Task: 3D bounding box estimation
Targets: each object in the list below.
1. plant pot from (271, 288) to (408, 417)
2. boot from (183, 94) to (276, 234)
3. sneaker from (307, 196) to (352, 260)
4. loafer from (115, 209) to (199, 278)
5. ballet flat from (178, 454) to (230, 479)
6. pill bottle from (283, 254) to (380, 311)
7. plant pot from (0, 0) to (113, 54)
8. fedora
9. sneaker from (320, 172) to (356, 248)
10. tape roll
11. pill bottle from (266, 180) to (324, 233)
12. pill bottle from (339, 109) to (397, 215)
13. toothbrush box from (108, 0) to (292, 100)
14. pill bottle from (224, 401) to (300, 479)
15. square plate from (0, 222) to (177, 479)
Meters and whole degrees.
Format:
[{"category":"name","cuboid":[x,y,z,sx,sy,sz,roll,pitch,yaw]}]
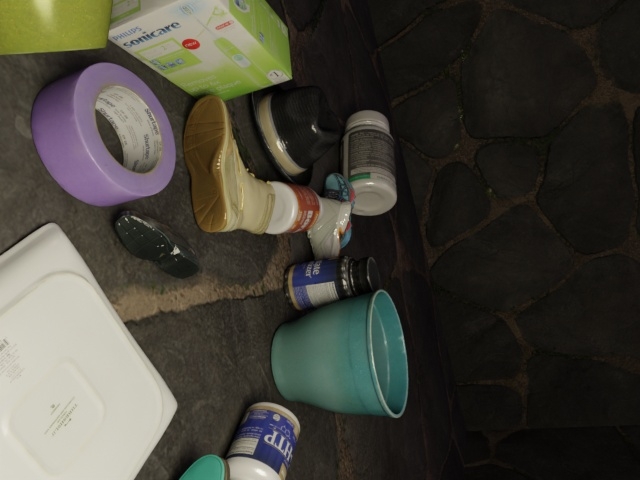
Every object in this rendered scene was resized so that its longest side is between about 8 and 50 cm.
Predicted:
[{"category":"plant pot","cuboid":[0.038,0.265,1.088,0.272,0.255,0.271,-12,90,-69]},{"category":"boot","cuboid":[-0.174,-0.142,0.977,0.203,0.095,0.261,5,77,-67]},{"category":"sneaker","cuboid":[0.000,0.000,1.368,0.099,0.121,0.262,118,-12,-77]},{"category":"loafer","cuboid":[-0.260,-0.001,0.763,0.170,0.062,0.061,55,9,-52]},{"category":"ballet flat","cuboid":[-0.198,0.441,0.654,0.280,0.095,0.096,-62,147,-43]},{"category":"pill bottle","cuboid":[0.029,0.103,1.192,0.123,0.219,0.122,-11,90,-68]},{"category":"plant pot","cuboid":[-0.333,-0.359,0.515,0.275,0.275,0.293,-56,145,-61]},{"category":"fedora","cuboid":[-0.044,-0.305,1.257,0.334,0.153,0.334,52,26,-38]},{"category":"sneaker","cuboid":[0.043,-0.109,1.494,0.125,0.104,0.261,40,44,-55]},{"category":"tape roll","cuboid":[-0.301,-0.148,0.689,0.189,0.080,0.189,-12,90,-68]},{"category":"pill bottle","cuboid":[-0.070,-0.078,1.169,0.216,0.121,0.121,-8,87,-68]},{"category":"pill bottle","cuboid":[0.173,-0.289,1.765,0.204,0.204,0.361,49,36,-51]},{"category":"toothbrush box","cuboid":[-0.206,-0.377,0.866,0.283,0.206,0.122,26,57,-65]},{"category":"pill bottle","cuboid":[-0.112,0.393,0.847,0.186,0.112,0.112,-67,140,-55]},{"category":"square plate","cuboid":[-0.309,0.201,0.538,0.347,0.049,0.344,-66,140,-57]}]
